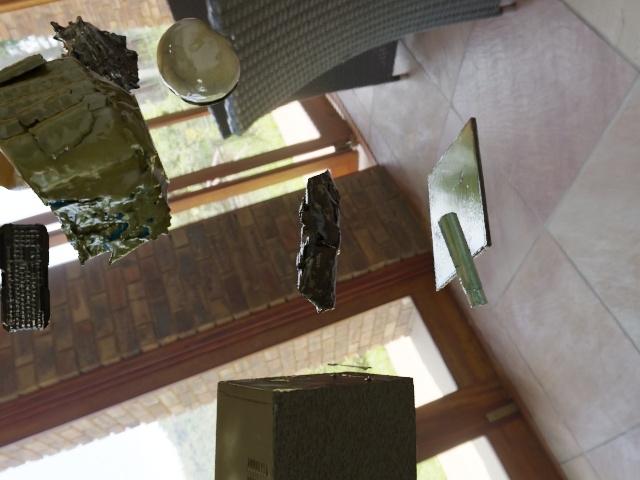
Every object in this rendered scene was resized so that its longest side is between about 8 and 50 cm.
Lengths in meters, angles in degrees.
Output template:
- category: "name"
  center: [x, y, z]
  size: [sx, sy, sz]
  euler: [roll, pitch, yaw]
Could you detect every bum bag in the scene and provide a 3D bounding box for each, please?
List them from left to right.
- category: "bum bag"
  center: [0.000, 0.000, 0.896]
  size: [0.102, 0.069, 0.248]
  euler: [22, -113, -76]

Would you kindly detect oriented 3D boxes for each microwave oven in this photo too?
- category: "microwave oven"
  center: [-0.003, 0.486, 1.217]
  size: [0.236, 0.431, 0.375]
  euler: [-8, 78, 49]

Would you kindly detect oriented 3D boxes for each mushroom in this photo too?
- category: "mushroom"
  center: [-0.223, -0.325, 0.961]
  size: [0.122, 0.154, 0.154]
  euler: [161, 90, -78]

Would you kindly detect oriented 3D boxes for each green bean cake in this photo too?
- category: "green bean cake"
  center: [-0.324, -0.101, 0.780]
  size: [0.285, 0.202, 0.310]
  euler: [44, 156, 36]

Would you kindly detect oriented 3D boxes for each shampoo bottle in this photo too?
- category: "shampoo bottle"
  center: [0.284, 0.039, 1.045]
  size: [0.069, 0.041, 0.191]
  euler: [90, 163, -78]

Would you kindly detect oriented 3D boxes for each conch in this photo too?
- category: "conch"
  center: [-0.635, -0.482, 1.458]
  size: [0.313, 0.186, 0.241]
  euler: [38, 140, 15]

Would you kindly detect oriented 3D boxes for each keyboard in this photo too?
- category: "keyboard"
  center: [-0.689, 0.088, 1.217]
  size: [0.016, 0.106, 0.263]
  euler: [-147, 61, -62]

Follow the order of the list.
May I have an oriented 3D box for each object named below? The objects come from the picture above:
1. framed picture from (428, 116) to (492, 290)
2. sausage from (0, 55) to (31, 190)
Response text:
- category: "framed picture"
  center: [0.318, -0.082, 1.239]
  size: [0.255, 0.014, 0.339]
  euler: [118, 158, -60]
- category: "sausage"
  center: [-0.637, -0.254, 1.121]
  size: [0.328, 0.112, 0.112]
  euler: [-60, 40, 31]
